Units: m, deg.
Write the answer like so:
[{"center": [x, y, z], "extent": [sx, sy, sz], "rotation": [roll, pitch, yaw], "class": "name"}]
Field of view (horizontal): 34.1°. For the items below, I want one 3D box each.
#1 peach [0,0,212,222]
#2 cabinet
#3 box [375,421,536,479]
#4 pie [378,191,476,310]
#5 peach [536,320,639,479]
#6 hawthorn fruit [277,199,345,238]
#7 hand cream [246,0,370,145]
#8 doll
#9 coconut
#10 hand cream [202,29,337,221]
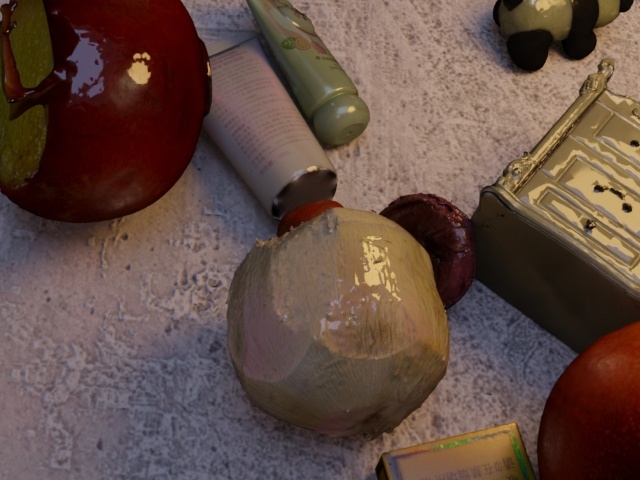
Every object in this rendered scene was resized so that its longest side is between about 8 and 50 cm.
[{"center": [-0.314, -0.225, 1.497], "extent": [0.309, 0.335, 0.406], "rotation": [2, 54, -24], "class": "peach"}, {"center": [0.419, -0.040, 1.514], "extent": [0.290, 0.227, 0.318], "rotation": [37, 65, 16], "class": "cabinet"}, {"center": [0.205, 0.406, 1.346], "extent": [0.192, 0.084, 0.302], "rotation": [-11, 64, -10], "class": "box"}, {"center": [0.145, 0.021, 1.505], "extent": [0.049, 0.182, 0.182], "rotation": [1, 52, -53], "class": "pie"}, {"center": [0.442, 0.279, 1.251], "extent": [0.388, 0.388, 0.388], "rotation": [2, 63, -3], "class": "peach"}, {"center": [0.000, 0.000, 1.524], "extent": [0.128, 0.128, 0.128], "rotation": [2, 63, -3], "class": "hawthorn fruit"}, {"center": [-0.025, -0.289, 1.682], "extent": [0.147, 0.093, 0.306], "rotation": [3, 51, -55], "class": "hand cream"}, {"center": [0.400, -0.384, 1.746], "extent": [0.234, 0.135, 0.144], "rotation": [-15, 67, -16], "class": "doll"}, {"center": [0.025, 0.124, 1.362], "extent": [0.297, 0.297, 0.255], "rotation": [2, 59, -4], "class": "coconut"}, {"center": [-0.105, -0.184, 1.626], "extent": [0.185, 0.118, 0.359], "rotation": [-26, 60, -14], "class": "hand cream"}]
